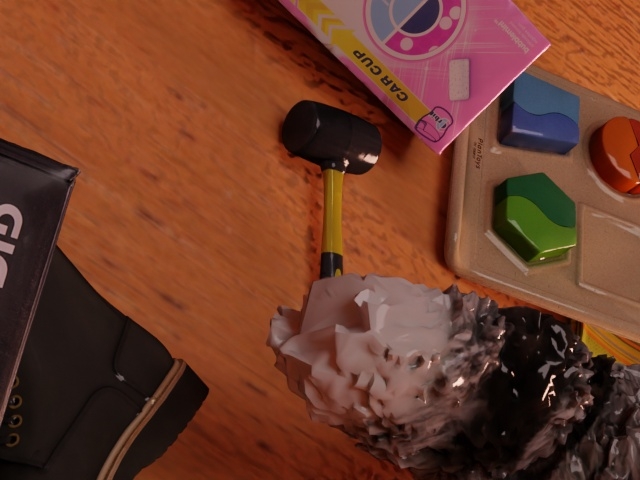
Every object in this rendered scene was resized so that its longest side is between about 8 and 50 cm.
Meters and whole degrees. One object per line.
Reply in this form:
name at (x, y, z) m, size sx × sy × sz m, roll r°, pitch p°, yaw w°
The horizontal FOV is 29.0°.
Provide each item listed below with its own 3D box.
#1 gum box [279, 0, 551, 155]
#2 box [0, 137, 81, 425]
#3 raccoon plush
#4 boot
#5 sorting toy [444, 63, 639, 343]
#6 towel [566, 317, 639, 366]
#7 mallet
gum box at (0.048, -0.162, 0.822) m, size 0.188 × 0.107 × 0.062 m, roll 42°, pitch 10°, yaw -21°
box at (-0.259, 0.064, 0.406) m, size 0.293 × 0.073 × 0.295 m, roll 23°, pitch 78°, yaw -33°
raccoon plush at (0.118, 0.222, 0.662) m, size 0.446 × 0.216 × 0.299 m, roll 17°, pitch 65°, yaw -34°
boot at (-0.151, 0.082, 0.571) m, size 0.137 × 0.077 × 0.198 m, roll 49°, pitch 33°, yaw -8°
sorting toy at (0.191, 0.002, 0.914) m, size 0.229 × 0.041 × 0.307 m, roll 22°, pitch 56°, yaw -22°
towel at (0.222, 0.115, 0.928) m, size 0.102 × 0.021 × 0.237 m, roll 31°, pitch 53°, yaw -28°
mallet at (0.000, 0.000, 0.769) m, size 0.062 × 0.039 × 0.189 m, roll 25°, pitch 60°, yaw -34°
